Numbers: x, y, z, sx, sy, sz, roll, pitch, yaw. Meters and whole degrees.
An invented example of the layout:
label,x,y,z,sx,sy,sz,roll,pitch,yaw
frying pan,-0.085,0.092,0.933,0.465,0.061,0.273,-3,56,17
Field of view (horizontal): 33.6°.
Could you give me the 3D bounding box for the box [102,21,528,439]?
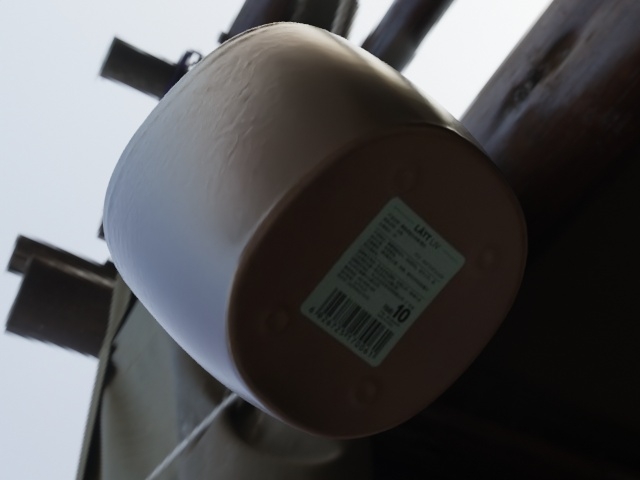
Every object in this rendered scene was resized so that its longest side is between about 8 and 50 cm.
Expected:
label,x,y,z,sx,sy,sz,roll,pitch,yaw
box,0.000,0.000,0.826,0.301,0.301,0.216,11,-162,-28
